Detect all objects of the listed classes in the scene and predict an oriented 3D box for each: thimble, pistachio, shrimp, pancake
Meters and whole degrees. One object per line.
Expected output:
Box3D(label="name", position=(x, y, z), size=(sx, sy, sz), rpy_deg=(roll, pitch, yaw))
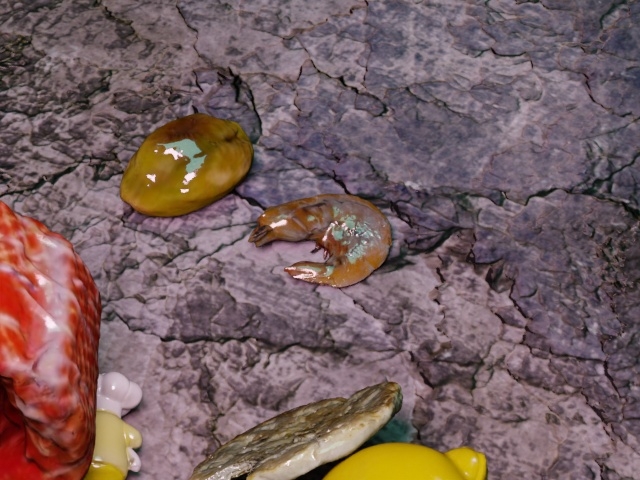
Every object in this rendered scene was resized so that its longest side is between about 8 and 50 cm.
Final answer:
Box3D(label="thimble", position=(-0.396, 0.131, 1.956), size=(0.350, 0.350, 0.230), rpy_deg=(3, 49, -2))
Box3D(label="pistachio", position=(-0.162, -0.093, 2.314), size=(0.189, 0.100, 0.110), rpy_deg=(-21, 50, -23))
Box3D(label="shrimp", position=(0.000, -0.003, 2.281), size=(0.187, 0.051, 0.132), rpy_deg=(-7, 50, -13))
Box3D(label="pancake", position=(-0.020, 0.217, 2.004), size=(0.253, 0.253, 0.037), rpy_deg=(-25, 96, -23))

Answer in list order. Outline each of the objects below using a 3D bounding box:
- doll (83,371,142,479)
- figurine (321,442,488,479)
Box3D(label="doll", position=(-0.249, 0.215, 2.070), size=(0.106, 0.062, 0.162), rpy_deg=(3, 51, 0))
Box3D(label="figurine", position=(0.058, 0.353, 1.860), size=(0.323, 0.231, 0.340), rpy_deg=(-16, 40, 32))
